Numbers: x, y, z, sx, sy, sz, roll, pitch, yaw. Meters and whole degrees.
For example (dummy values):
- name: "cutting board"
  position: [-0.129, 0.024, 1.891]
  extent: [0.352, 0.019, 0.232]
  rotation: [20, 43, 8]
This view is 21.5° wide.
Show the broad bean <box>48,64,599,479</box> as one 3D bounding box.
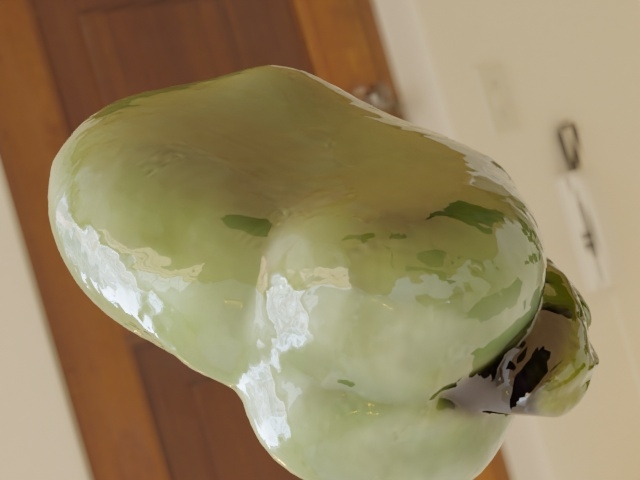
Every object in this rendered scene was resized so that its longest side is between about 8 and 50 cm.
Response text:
- name: "broad bean"
  position: [0.000, 0.000, 0.589]
  extent: [0.228, 0.100, 0.169]
  rotation: [31, -149, 31]
